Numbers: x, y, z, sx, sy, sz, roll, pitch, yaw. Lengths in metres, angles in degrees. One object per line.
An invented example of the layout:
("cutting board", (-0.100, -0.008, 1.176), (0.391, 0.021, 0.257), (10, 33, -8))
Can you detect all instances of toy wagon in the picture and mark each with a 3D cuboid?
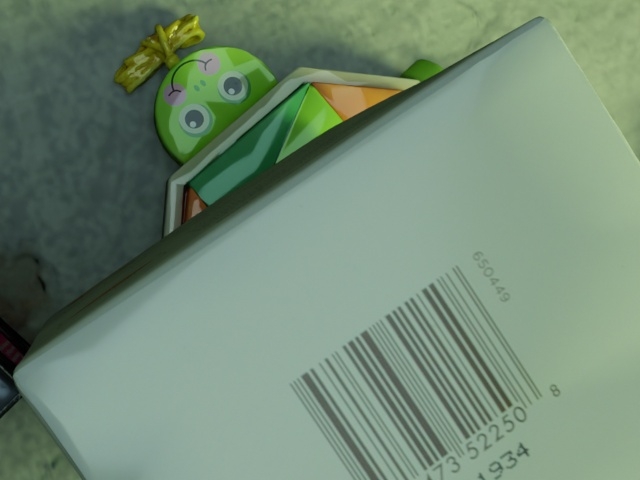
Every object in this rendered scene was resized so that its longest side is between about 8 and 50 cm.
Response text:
("toy wagon", (0.000, 0.000, 0.760), (0.267, 0.068, 0.344), (-42, 97, -10))

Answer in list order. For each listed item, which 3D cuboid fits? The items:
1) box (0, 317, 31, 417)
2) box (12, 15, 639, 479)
("box", (-0.255, 0.063, 0.615), (0.163, 0.247, 0.142), (45, 80, -7))
("box", (0.001, 0.053, 0.548), (0.215, 0.345, 0.168), (-35, 96, -10))
